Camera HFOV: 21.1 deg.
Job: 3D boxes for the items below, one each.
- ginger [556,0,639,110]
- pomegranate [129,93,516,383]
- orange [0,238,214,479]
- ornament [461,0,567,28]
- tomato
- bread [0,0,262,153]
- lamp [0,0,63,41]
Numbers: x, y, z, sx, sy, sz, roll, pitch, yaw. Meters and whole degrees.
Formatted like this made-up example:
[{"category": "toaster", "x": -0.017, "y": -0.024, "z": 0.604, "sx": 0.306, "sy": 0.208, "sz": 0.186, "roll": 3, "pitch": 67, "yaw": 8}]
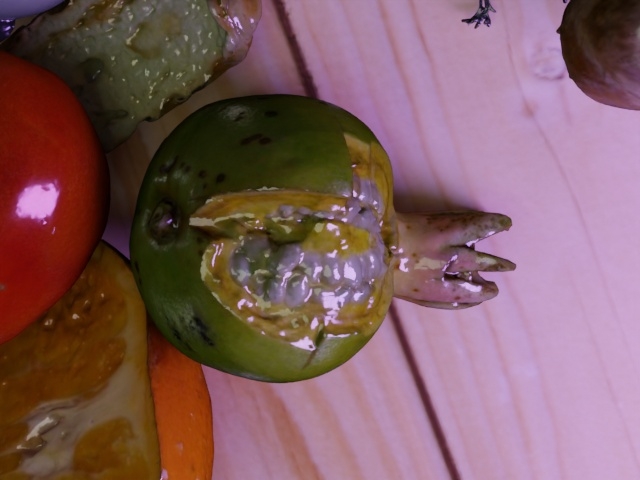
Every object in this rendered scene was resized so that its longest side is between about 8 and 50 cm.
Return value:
[{"category": "ginger", "x": 0.256, "y": -0.205, "z": 1.223, "sx": 0.244, "sy": 0.155, "sz": 0.304, "roll": -20, "pitch": 104, "yaw": 7}, {"category": "pomegranate", "x": 0.000, "y": 0.000, "z": 1.360, "sx": 0.302, "sy": 0.236, "sz": 0.236, "roll": 5, "pitch": 116, "yaw": -24}, {"category": "orange", "x": -0.212, "y": 0.155, "z": 1.427, "sx": 0.274, "sy": 0.274, "sz": 0.310, "roll": -30, "pitch": 88, "yaw": 23}, {"category": "ornament", "x": 0.159, "y": -0.204, "z": 1.323, "sx": 0.073, "sy": 0.028, "sz": 0.125, "roll": 44, "pitch": 112, "yaw": -4}, {"category": "tomato", "x": -0.278, "y": -0.022, "z": 1.337, "sx": 0.260, "sy": 0.180, "sz": 0.260, "roll": -18, "pitch": 141, "yaw": -15}, {"category": "bread", "x": -0.145, "y": -0.162, "z": 1.389, "sx": 0.232, "sy": 0.088, "sz": 0.128, "roll": -29, "pitch": 93, "yaw": 31}, {"category": "lamp", "x": -0.232, "y": -0.280, "z": 1.319, "sx": 0.244, "sy": 0.198, "sz": 0.198, "roll": -33, "pitch": 100, "yaw": 6}]
